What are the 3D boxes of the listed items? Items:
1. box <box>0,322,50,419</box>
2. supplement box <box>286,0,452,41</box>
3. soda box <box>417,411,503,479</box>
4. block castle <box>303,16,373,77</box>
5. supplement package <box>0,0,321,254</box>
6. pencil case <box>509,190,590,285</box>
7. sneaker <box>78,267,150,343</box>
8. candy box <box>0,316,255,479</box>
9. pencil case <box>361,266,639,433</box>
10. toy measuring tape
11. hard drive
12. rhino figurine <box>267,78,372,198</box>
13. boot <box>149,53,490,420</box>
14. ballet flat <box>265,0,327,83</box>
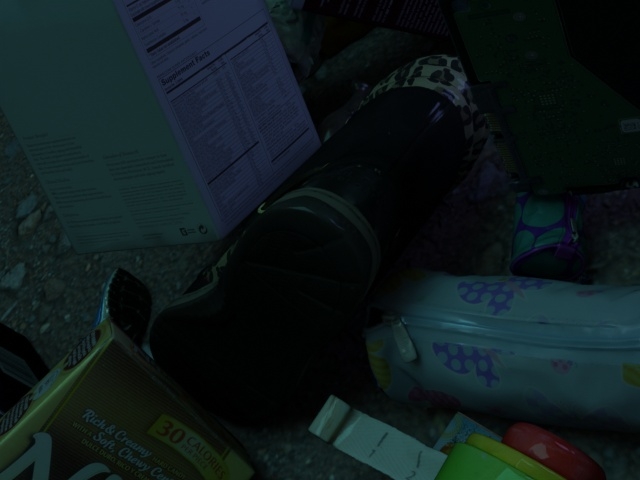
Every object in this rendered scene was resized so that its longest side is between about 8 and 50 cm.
[{"bbox_3d":[-0.427,0.256,1.108,0.312,0.179,0.343,-52,40,-4],"label":"box"},{"bbox_3d":[0.069,-0.273,1.068,0.130,0.239,0.073,-116,39,-48],"label":"supplement box"},{"bbox_3d":[0.157,0.193,0.736,0.058,0.063,0.183,-53,41,-9],"label":"soda box"},{"bbox_3d":[0.061,-0.437,1.228,0.453,0.213,0.303,-30,42,19],"label":"block castle"},{"bbox_3d":[-0.165,-0.152,0.993,0.199,0.262,0.198,-5,28,36],"label":"supplement package"},{"bbox_3d":[0.201,-0.037,0.887,0.070,0.064,0.151,-35,36,50],"label":"pencil case"},{"bbox_3d":[-0.244,0.103,1.166,0.073,0.063,0.162,-18,47,34],"label":"sneaker"},{"bbox_3d":[-0.236,0.245,0.916,0.316,0.183,0.087,-44,16,-4],"label":"candy box"},{"bbox_3d":[0.163,0.079,0.780,0.273,0.124,0.113,2,60,41],"label":"pencil case"},{"bbox_3d":[0.083,0.158,0.691,0.330,0.121,0.121,21,73,48],"label":"toy measuring tape"},{"bbox_3d":[0.275,-0.133,0.721,0.339,0.237,0.064,-6,53,24],"label":"hard drive"},{"bbox_3d":[-0.046,-0.091,1.144,0.243,0.073,0.106,-16,45,34],"label":"rhino figurine"},{"bbox_3d":[0.000,0.000,0.962,0.284,0.138,0.377,-49,-1,-37],"label":"boot"},{"bbox_3d":[-0.147,-0.154,1.192,0.409,0.147,0.147,-34,38,40],"label":"ballet flat"}]
